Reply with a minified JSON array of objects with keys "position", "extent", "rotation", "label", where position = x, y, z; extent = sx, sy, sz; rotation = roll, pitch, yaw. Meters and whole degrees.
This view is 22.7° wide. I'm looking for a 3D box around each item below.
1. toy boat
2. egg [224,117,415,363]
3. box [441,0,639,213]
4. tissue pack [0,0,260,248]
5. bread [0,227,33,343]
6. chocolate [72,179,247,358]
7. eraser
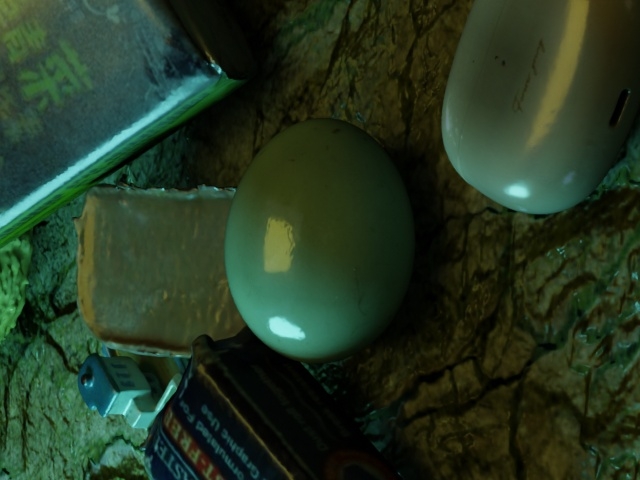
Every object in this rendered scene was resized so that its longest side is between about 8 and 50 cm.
[{"position":[-0.173,0.121,1.497],"extent":[0.088,0.102,0.215],"rotation":[-57,47,29],"label":"toy boat"},{"position":[0.000,0.000,1.245],"extent":[0.149,0.149,0.192],"rotation":[-5,77,51],"label":"egg"},{"position":[0.158,-0.118,1.101],"extent":[0.146,0.088,0.200],"rotation":[38,116,44],"label":"box"},{"position":[-0.286,-0.173,1.476],"extent":[0.394,0.124,0.288],"rotation":[-32,89,25],"label":"tissue pack"},{"position":[-0.445,-0.010,1.753],"extent":[0.320,0.237,0.321],"rotation":[-7,78,37],"label":"bread"},{"position":[-0.107,0.027,1.428],"extent":[0.261,0.083,0.161],"rotation":[8,95,38],"label":"chocolate"},{"position":[-0.008,0.225,1.244],"extent":[0.332,0.101,0.155],"rotation":[48,128,30],"label":"eraser"}]
